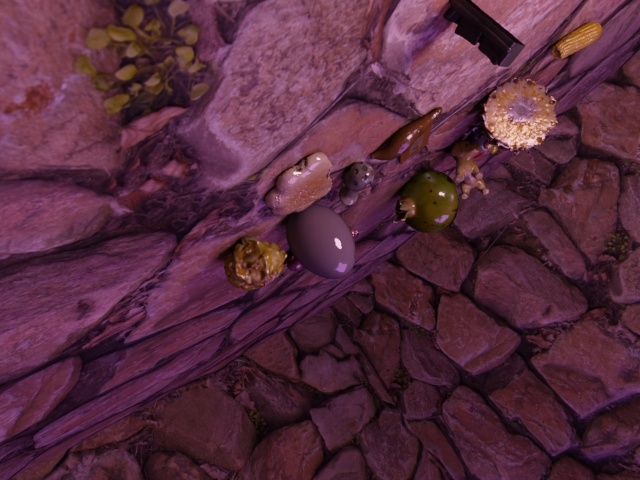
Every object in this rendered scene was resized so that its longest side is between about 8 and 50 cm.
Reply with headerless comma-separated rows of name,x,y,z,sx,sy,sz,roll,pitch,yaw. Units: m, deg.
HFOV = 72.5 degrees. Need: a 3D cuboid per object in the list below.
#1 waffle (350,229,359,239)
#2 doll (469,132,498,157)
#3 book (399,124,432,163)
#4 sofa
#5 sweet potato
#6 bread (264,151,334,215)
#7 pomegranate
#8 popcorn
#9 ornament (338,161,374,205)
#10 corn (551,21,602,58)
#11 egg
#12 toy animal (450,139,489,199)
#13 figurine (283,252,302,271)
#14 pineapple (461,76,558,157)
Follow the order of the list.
waffle,0.054,0.026,1.844,0.221,0.056,0.234,-25,168,-46
doll,0.713,-0.442,1.751,0.336,0.105,0.199,-42,145,23
book,0.299,-0.308,1.380,0.118,0.012,0.172,-36,167,0
sofa,0.297,-0.383,0.812,0.085,0.147,0.060,-24,159,-50
sweet potato,0.249,-0.294,1.212,0.249,0.059,0.069,-39,-173,0
bread,-0.050,-0.123,1.081,0.181,0.039,0.251,-35,168,-5
pomegranate,0.427,-0.148,1.796,0.340,0.261,0.260,-24,163,-31
popcorn,-0.174,0.066,1.190,0.173,0.142,0.173,-28,166,-8
ornament,0.099,-0.166,1.243,0.156,0.081,0.075,121,-8,-66
corn,0.838,-0.653,1.425,0.206,0.067,0.067,-33,167,-14
egg,0.005,0.005,1.244,0.176,0.232,0.176,-37,163,-13
toy animal,0.593,-0.280,1.739,0.121,0.233,0.169,-15,-142,21
figurine,-0.094,0.078,1.610,0.083,0.071,0.067,-38,-149,43
pineapple,0.651,-0.405,1.553,0.262,0.263,0.271,-36,178,1
